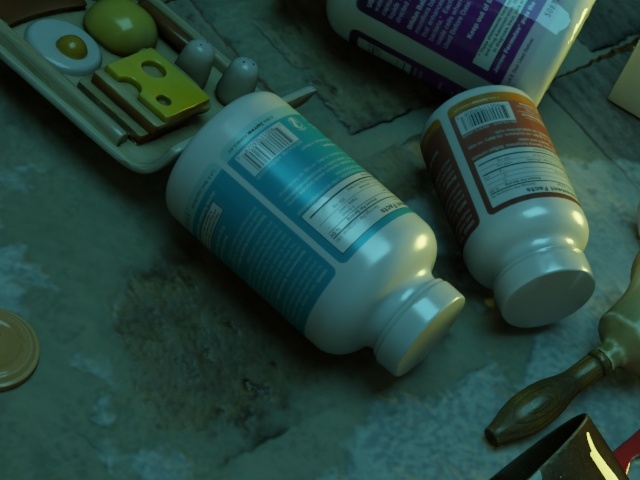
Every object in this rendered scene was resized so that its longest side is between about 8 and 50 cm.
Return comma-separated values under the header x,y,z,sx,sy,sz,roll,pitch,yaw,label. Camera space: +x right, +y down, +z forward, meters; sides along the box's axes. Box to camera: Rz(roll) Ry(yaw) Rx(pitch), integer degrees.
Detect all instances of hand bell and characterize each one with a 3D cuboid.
x,y,z,sx,sy,sz,roll,pitch,yaw,label
0.244,0.114,1.550,0.242,0.126,0.126,-31,66,-24,hand bell

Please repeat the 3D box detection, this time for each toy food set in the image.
x,y,z,sx,sy,sz,roll,pitch,yaw,label
-0.177,-0.201,1.624,0.306,0.092,0.220,41,38,15,toy food set

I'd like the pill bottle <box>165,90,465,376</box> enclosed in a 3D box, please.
x,y,z,sx,sy,sz,roll,pitch,yaw,label
0.000,0.000,1.513,0.264,0.146,0.146,42,51,16,pill bottle

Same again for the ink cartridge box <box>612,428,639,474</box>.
x,y,z,sx,sy,sz,roll,pitch,yaw,label
0.364,0.254,1.485,0.296,0.066,0.261,-32,68,-37,ink cartridge box

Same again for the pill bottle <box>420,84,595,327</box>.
x,y,z,sx,sy,sz,roll,pitch,yaw,label
0.179,-0.031,1.620,0.121,0.121,0.216,-3,53,-22,pill bottle

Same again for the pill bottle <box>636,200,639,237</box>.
x,y,z,sx,sy,sz,roll,pitch,yaw,label
0.403,-0.023,1.715,0.160,0.087,0.087,-7,54,-24,pill bottle

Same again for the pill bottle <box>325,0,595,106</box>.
x,y,z,sx,sy,sz,roll,pitch,yaw,label
0.113,-0.252,1.748,0.301,0.169,0.169,29,48,4,pill bottle

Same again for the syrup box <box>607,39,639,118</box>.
x,y,z,sx,sy,sz,roll,pitch,yaw,label
0.413,-0.222,1.879,0.093,0.096,0.237,33,50,9,syrup box

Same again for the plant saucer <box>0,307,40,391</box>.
x,y,z,sx,sy,sz,roll,pitch,yaw,label
-0.275,0.088,1.430,0.083,0.013,0.083,10,49,-12,plant saucer

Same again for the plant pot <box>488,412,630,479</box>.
x,y,z,sx,sy,sz,roll,pitch,yaw,label
0.196,0.290,1.321,0.215,0.215,0.230,-36,83,-38,plant pot
